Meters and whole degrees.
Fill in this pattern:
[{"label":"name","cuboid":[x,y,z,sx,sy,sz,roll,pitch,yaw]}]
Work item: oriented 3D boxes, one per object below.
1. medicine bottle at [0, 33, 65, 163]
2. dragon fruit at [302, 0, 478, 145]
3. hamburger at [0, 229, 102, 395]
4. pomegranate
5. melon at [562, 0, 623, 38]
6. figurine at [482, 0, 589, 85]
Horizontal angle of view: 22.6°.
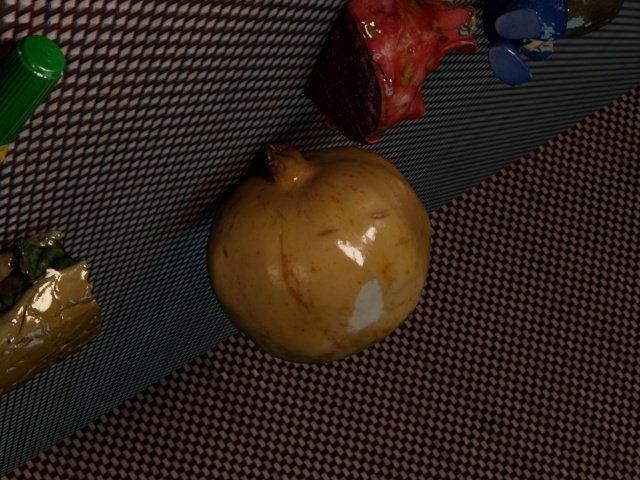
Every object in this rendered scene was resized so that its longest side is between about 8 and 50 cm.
[{"label":"medicine bottle","cuboid":[-0.308,-0.089,1.411,0.260,0.064,0.095,-42,168,37]},{"label":"dragon fruit","cuboid":[0.108,-0.228,1.976,0.211,0.134,0.262,-35,172,-16]},{"label":"hamburger","cuboid":[-0.387,0.109,1.959,0.211,0.132,0.309,-33,173,-24]},{"label":"pomegranate","cuboid":[0.000,0.000,2.294,0.342,0.342,0.342,-34,171,-6]},{"label":"melon","cuboid":[0.387,-0.357,2.420,0.162,0.099,0.099,-25,168,-24]},{"label":"figurine","cuboid":[0.300,-0.329,2.246,0.164,0.121,0.262,-60,171,29]}]
